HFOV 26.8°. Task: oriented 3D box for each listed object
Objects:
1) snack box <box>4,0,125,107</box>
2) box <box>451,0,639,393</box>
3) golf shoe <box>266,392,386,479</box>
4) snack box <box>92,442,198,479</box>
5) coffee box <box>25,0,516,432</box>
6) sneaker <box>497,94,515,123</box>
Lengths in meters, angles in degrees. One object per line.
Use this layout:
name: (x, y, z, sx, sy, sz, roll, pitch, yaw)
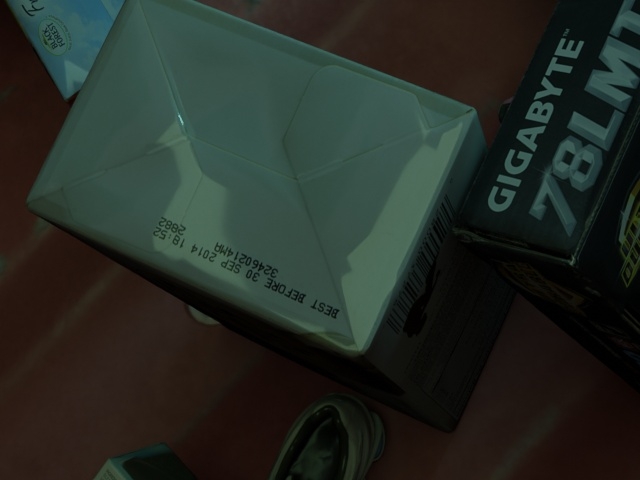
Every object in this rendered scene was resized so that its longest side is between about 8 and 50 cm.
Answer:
snack box: (-0.130, -0.126, 0.803, 0.070, 0.207, 0.174, -33, 70, 1)
box: (0.214, -0.069, 0.672, 0.073, 0.293, 0.296, 16, 78, 41)
golf shoe: (-0.021, 0.167, 0.763, 0.069, 0.086, 0.176, 17, 80, 14)
snack box: (-0.046, 0.288, 0.715, 0.322, 0.060, 0.187, 45, 110, 19)
coffee box: (0.000, 0.000, 0.694, 0.168, 0.297, 0.119, 23, 83, 17)
sneaker: (0.160, -0.052, 0.813, 0.119, 0.047, 0.057, 20, 91, 18)
